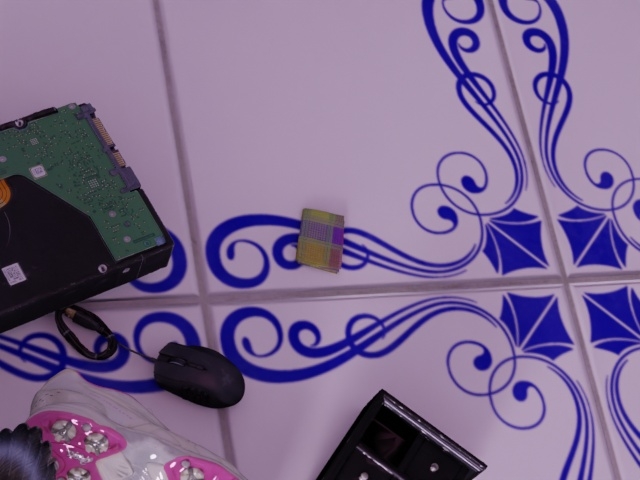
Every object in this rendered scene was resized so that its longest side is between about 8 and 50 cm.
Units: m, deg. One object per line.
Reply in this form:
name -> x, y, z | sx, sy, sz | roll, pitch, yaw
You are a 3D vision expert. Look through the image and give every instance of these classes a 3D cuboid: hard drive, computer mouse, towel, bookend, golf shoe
hard drive -> -0.373, -0.016, 1.709 | 0.339, 0.064, 0.237 | -24, 69, -26
computer mouse -> -0.199, 0.131, 1.716 | 0.242, 0.041, 0.071 | 23, 60, -6
towel -> 0.000, 0.000, 1.867 | 0.060, 0.009, 0.083 | 12, 60, -12
bookend -> 0.085, 0.287, 1.714 | 0.156, 0.072, 0.157 | 37, 59, 2
golf shoe -> -0.185, 0.237, 1.627 | 0.306, 0.115, 0.140 | 32, 21, -20

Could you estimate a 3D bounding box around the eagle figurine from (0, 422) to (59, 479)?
eagle figurine -> -0.351, 0.346, 1.429 | 0.298, 0.226, 0.225 | -39, 122, -31
